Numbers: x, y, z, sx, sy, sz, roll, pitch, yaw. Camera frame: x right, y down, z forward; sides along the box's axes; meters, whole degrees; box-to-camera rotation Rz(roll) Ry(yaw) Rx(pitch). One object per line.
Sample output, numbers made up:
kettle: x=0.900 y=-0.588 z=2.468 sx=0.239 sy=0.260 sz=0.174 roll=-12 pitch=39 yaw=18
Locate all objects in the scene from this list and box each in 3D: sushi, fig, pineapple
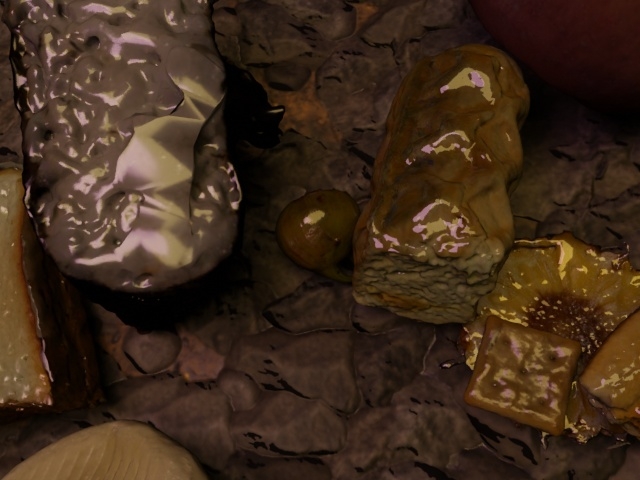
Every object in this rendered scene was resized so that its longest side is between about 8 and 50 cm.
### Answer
sushi: x=-0.155 y=-0.095 z=0.547 sx=0.235 sy=0.207 sz=0.348 roll=-7 pitch=74 yaw=-8
fig: x=0.000 y=0.000 z=0.556 sx=0.084 sy=0.082 sz=0.098 roll=-12 pitch=86 yaw=-29
pineapple: x=0.215 y=0.087 z=0.509 sx=0.221 sy=0.047 sz=0.221 roll=-3 pitch=65 yaw=7

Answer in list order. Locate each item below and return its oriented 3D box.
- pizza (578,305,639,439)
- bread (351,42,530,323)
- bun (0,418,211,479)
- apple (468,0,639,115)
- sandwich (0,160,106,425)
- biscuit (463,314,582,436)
pizza: x=0.367 y=0.084 z=0.434 sx=0.268 sy=0.087 sz=0.257 roll=33 pitch=73 yaw=4
bread: x=0.115 y=-0.067 z=0.524 sx=0.152 sy=0.130 sz=0.267 roll=-9 pitch=53 yaw=42
bun: x=-0.179 y=0.267 z=0.445 sx=0.229 sy=0.145 sz=0.229 roll=-13 pitch=37 yaw=10
apple: x=0.276 y=-0.270 z=0.506 sx=0.306 sy=0.235 sz=0.305 roll=19 pitch=45 yaw=-21
sandwich: x=-0.383 y=0.078 z=0.555 sx=0.301 sy=0.099 sz=0.271 roll=-20 pitch=64 yaw=7
biscuit: x=0.170 y=0.111 z=0.468 sx=0.081 sy=0.018 sz=0.083 roll=18 pitch=69 yaw=17
